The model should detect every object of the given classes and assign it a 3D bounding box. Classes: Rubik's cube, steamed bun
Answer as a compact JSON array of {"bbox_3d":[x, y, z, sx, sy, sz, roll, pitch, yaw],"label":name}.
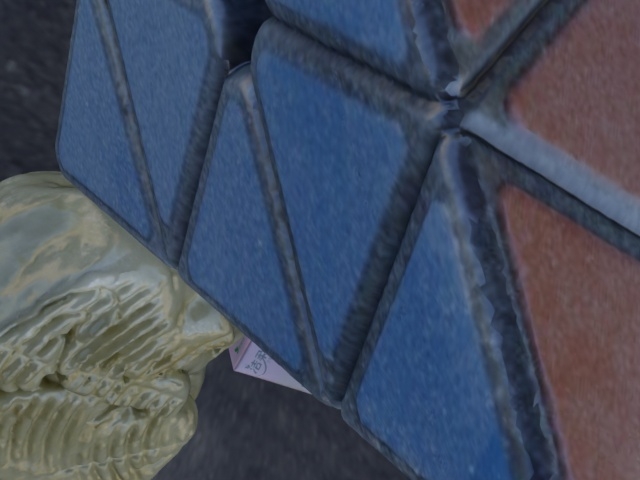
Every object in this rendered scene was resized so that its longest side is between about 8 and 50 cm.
[{"bbox_3d":[0.040,-0.073,0.526,0.228,0.228,0.233,32,93,12],"label":"Rubik's cube"},{"bbox_3d":[-0.200,0.063,1.582,0.276,0.289,0.203,-28,54,12],"label":"steamed bun"}]

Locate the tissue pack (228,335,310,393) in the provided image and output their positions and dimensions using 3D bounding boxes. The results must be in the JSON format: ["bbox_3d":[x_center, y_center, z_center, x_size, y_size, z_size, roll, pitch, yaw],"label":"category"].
[{"bbox_3d":[0.000,0.000,1.791,0.092,0.148,0.246,19,116,-23],"label":"tissue pack"}]
